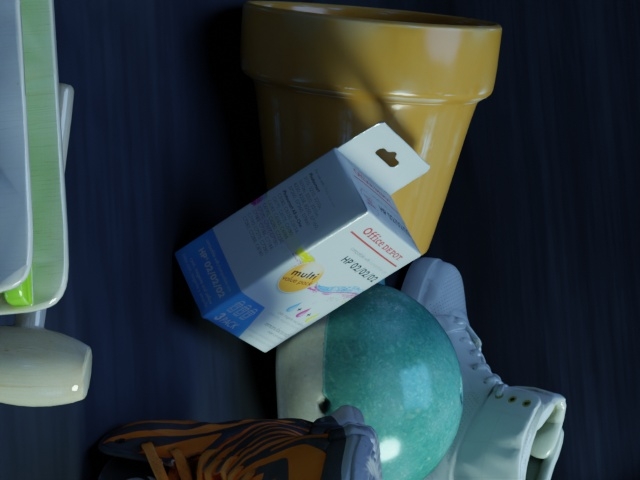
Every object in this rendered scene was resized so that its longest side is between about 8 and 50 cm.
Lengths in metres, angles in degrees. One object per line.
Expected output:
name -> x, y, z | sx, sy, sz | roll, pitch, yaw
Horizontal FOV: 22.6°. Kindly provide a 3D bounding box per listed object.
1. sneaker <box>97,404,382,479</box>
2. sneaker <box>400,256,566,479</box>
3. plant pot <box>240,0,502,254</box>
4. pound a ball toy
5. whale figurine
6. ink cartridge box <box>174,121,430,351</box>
sneaker -> -0.052, 0.173, 0.980 | 0.321, 0.180, 0.124 | 129, -44, -87
sneaker -> 0.153, 0.140, 1.495 | 0.108, 0.169, 0.292 | 49, 39, -49
plant pot -> 0.033, -0.088, 1.279 | 0.205, 0.205, 0.188 | -19, 116, -66
pound a ball toy -> -0.206, -0.071, 0.837 | 0.208, 0.136, 0.319 | 97, -11, -84
whale figurine -> 0.057, 0.117, 1.313 | 0.272, 0.141, 0.216 | -4, 91, -74
ink cartridge box -> 0.000, 0.000, 1.165 | 0.104, 0.181, 0.061 | 35, 25, -59
